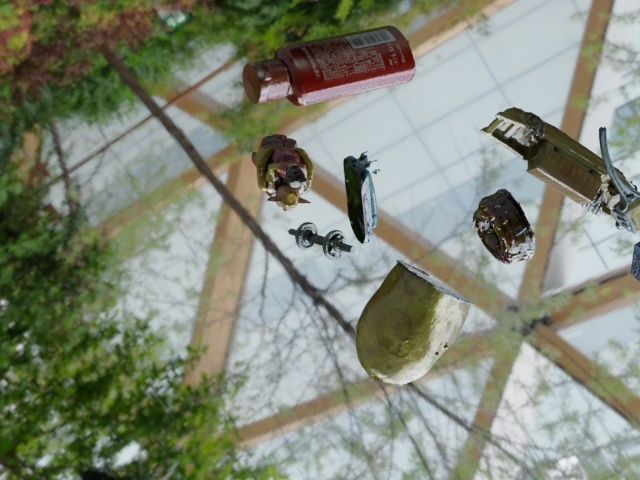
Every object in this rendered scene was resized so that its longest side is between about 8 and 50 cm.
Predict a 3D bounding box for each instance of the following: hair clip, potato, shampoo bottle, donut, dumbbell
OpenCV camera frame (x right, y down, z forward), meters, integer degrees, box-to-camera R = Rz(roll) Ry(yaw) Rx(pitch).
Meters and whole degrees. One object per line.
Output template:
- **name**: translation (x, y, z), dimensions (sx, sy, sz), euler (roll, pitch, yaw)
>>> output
- **hair clip**: translation (0.705, -0.171, 2.066), dimensions (0.070, 0.229, 0.039), euler (-31, -153, 10)
- **potato**: translation (0.191, 0.198, 1.945), dimensions (0.266, 0.229, 0.229), euler (-57, -164, 2)
- **shampoo bottle**: translation (0.017, -0.303, 1.522), dimensions (0.314, 0.118, 0.076), euler (-18, 167, -27)
- **donut**: translation (0.500, -0.028, 2.388), dimensions (0.096, 0.216, 0.230), euler (-27, -178, -11)
- **dumbbell**: translation (0.000, 0.000, 2.320), dimensions (0.081, 0.082, 0.254), euler (-42, -144, -26)

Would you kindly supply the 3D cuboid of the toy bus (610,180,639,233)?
- **toy bus**: translation (0.838, -0.110, 2.423), dimensions (0.106, 0.092, 0.268), euler (-29, -158, 6)

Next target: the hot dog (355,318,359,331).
- **hot dog**: translation (0.167, 0.308, 2.688), dimensions (0.104, 0.250, 0.076), euler (1, -115, 13)

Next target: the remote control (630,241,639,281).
- **remote control**: translation (0.807, 0.053, 2.180), dimensions (0.027, 0.152, 0.043), euler (-39, -125, -14)

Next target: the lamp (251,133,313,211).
- **lamp**: translation (-0.067, -0.124, 1.692), dimensions (0.118, 0.118, 0.253), euler (-34, -150, 3)

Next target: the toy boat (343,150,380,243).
- **toy boat**: translation (0.142, -0.126, 2.671), dimensions (0.092, 0.299, 0.134), euler (-22, -137, -16)

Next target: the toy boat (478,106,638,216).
- **toy boat**: translation (0.608, -0.198, 2.239), dimensions (0.136, 0.445, 0.162), euler (-47, -163, 42)
